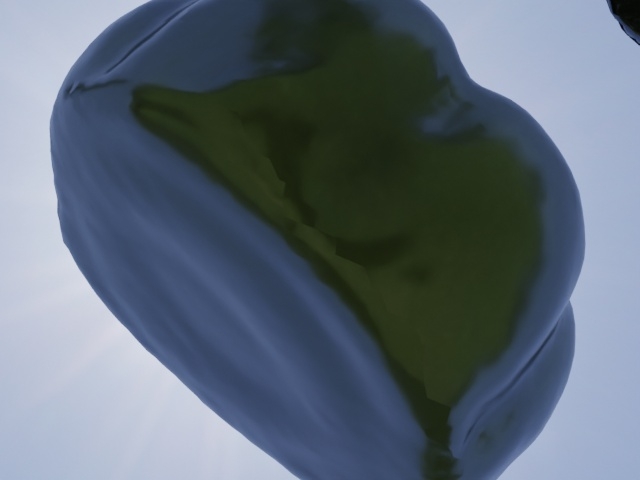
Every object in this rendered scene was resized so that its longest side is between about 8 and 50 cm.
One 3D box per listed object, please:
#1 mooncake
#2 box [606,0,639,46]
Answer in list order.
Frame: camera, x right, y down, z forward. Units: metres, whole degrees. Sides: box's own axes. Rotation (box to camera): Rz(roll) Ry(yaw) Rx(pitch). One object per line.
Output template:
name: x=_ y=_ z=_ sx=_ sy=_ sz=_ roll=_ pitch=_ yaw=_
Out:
mooncake: x=0.000 y=0.000 z=0.826 sx=0.135 sy=0.275 sz=0.275 roll=-42 pitch=-83 yaw=-26
box: x=0.053 y=-0.220 z=0.319 sx=0.350 sy=0.058 sz=0.211 roll=55 pitch=-130 yaw=-36
